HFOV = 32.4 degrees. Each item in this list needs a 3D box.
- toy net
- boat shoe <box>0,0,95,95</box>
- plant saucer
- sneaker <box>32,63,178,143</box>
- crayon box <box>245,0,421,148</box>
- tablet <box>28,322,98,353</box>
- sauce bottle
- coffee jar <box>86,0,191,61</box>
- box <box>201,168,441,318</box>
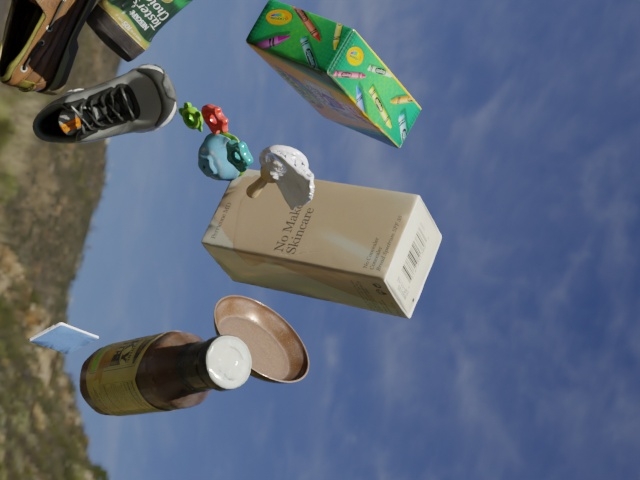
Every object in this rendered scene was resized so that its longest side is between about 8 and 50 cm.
[{"bbox_3d":[-0.081,-0.109,1.353,0.232,0.045,0.122,18,-50,42],"label":"toy net"},{"bbox_3d":[-0.418,-0.376,1.697,0.110,0.104,0.307,20,-81,39],"label":"boat shoe"},{"bbox_3d":[-0.109,0.178,1.908,0.036,0.198,0.198,-49,-152,25],"label":"plant saucer"},{"bbox_3d":[-0.328,-0.195,1.690,0.271,0.100,0.108,-11,-165,35],"label":"sneaker"},{"bbox_3d":[0.026,-0.255,1.711,0.165,0.278,0.081,27,-95,32],"label":"crayon box"},{"bbox_3d":[-0.331,0.126,1.423,0.054,0.083,0.006,-27,-116,15],"label":"tablet"},{"bbox_3d":[-0.214,0.181,1.519,0.344,0.111,0.111,-16,-121,50],"label":"sauce bottle"},{"bbox_3d":[-0.258,-0.359,1.649,0.184,0.096,0.079,-45,-138,2],"label":"coffee jar"},{"bbox_3d":[0.000,0.000,1.606,0.311,0.121,0.148,9,-116,29],"label":"box"}]
